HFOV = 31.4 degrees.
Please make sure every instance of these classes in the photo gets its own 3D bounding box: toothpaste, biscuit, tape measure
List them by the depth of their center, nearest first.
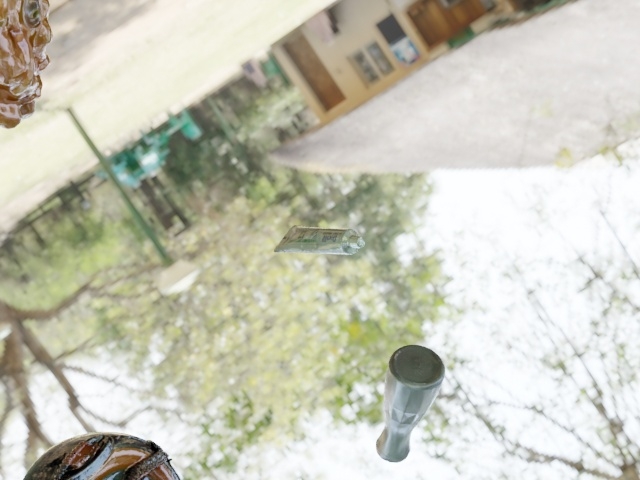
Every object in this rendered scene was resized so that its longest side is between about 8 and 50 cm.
[{"bbox_3d":[-0.363,-0.277,1.220,0.111,0.312,0.318,-8,-169,-24],"label":"biscuit"},{"bbox_3d":[-0.252,0.326,1.300,0.135,0.202,0.222,-12,-136,44],"label":"tape measure"},{"bbox_3d":[0.000,0.000,1.894,0.218,0.041,0.064,2,-129,53],"label":"toothpaste"}]

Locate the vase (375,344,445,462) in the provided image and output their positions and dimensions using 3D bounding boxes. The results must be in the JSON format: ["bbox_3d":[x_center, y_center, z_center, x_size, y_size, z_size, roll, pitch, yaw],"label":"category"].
[{"bbox_3d":[0.130,0.260,1.758,0.086,0.086,0.214,-41,153,-40],"label":"vase"}]
